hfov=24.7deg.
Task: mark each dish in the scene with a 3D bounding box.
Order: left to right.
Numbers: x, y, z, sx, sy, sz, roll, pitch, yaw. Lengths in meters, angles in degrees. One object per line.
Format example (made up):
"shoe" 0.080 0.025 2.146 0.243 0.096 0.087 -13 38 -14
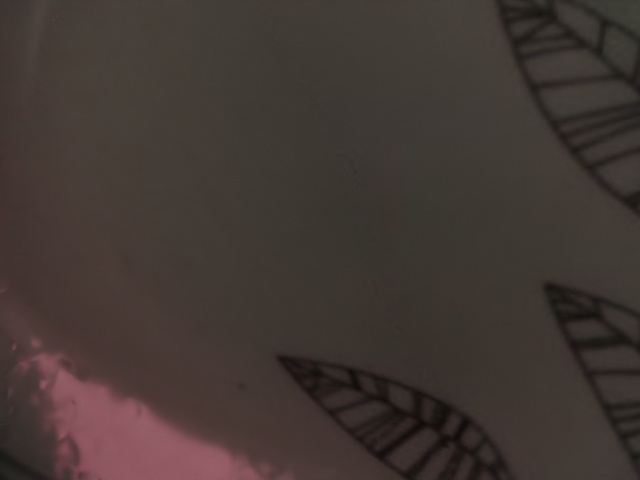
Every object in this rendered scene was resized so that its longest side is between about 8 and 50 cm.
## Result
"dish" 0.000 0.000 0.327 0.316 0.106 0.316 8 129 10
